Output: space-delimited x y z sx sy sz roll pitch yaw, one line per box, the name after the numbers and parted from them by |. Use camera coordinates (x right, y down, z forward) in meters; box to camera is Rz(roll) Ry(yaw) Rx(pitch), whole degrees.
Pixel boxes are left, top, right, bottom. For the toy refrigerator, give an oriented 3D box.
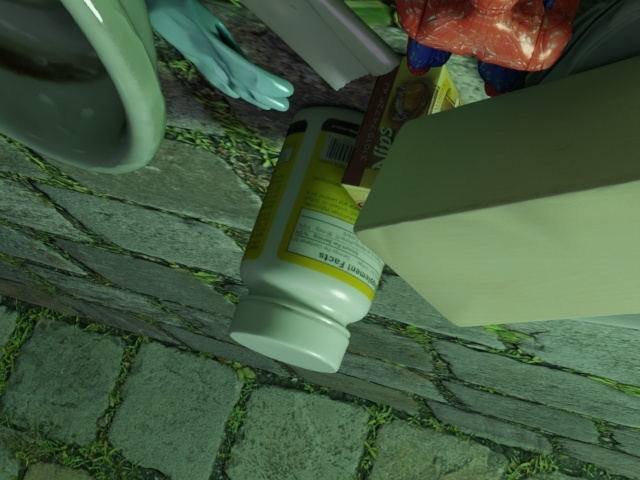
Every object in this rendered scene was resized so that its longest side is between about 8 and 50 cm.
0.153 -0.028 0.570 0.102 0.094 0.270 41 149 -27 | toy refrigerator

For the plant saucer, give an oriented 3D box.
-0.230 -0.200 0.619 0.400 0.100 0.400 32 163 11 | plant saucer

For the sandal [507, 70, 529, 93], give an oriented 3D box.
0.242 -0.064 0.727 0.255 0.054 0.097 10 163 32 | sandal

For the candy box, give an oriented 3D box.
0.080 -0.052 0.870 0.053 0.109 0.187 13 165 25 | candy box

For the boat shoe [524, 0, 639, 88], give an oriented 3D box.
0.173 -0.105 0.607 0.095 0.084 0.258 26 156 -16 | boat shoe

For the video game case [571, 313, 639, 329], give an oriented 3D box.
0.230 0.024 0.933 0.190 0.022 0.173 7 -157 41 | video game case

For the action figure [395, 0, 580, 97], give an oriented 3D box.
0.090 -0.149 0.572 0.092 0.139 0.280 15 -172 3 | action figure

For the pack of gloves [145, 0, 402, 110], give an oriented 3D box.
-0.088 -0.156 0.710 0.232 0.046 0.195 41 157 -19 | pack of gloves

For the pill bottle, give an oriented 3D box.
0.000 0.000 0.963 0.119 0.208 0.119 18 166 5 | pill bottle
